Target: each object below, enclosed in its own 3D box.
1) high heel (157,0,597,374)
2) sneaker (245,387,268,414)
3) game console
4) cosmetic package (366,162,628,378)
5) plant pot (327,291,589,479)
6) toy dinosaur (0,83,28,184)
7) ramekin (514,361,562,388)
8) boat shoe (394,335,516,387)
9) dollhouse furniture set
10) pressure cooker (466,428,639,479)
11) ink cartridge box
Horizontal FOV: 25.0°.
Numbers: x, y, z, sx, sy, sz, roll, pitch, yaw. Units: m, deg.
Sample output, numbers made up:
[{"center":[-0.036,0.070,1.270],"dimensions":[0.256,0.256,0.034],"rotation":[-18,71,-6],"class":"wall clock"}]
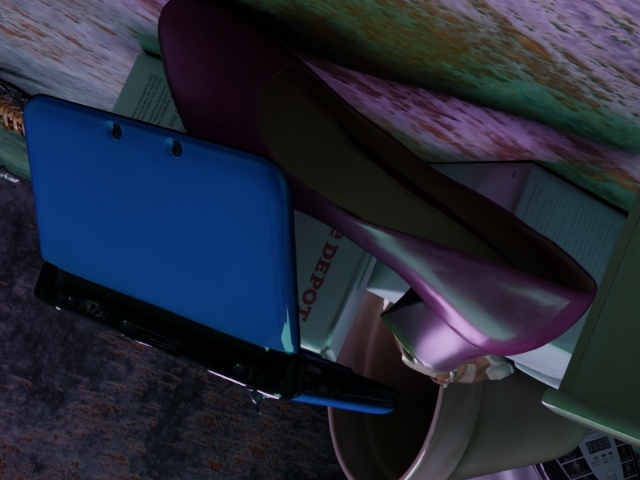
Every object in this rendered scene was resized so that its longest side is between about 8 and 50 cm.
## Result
[{"center":[0.043,-0.065,1.082],"dimensions":[0.377,0.127,0.181],"rotation":[45,142,-10],"class":"high heel"},{"center":[-0.042,0.133,1.364],"dimensions":[0.098,0.069,0.038],"rotation":[15,169,43],"class":"sneaker"},{"center":[-0.087,0.013,1.188],"dimensions":[0.293,0.173,0.250],"rotation":[18,-179,37],"class":"game console"},{"center":[0.199,0.037,1.313],"dimensions":[0.224,0.138,0.224],"rotation":[25,173,-21],"class":"cosmetic package"},{"center":[0.200,0.187,1.915],"dimensions":[0.280,0.323,0.323],"rotation":[10,180,-25],"class":"plant pot"},{"center":[-0.497,-0.177,1.989],"dimensions":[0.322,0.164,0.218],"rotation":[46,175,45],"class":"toy dinosaur"},{"center":[0.340,0.134,1.697],"dimensions":[0.207,0.109,0.207],"rotation":[24,173,3],"class":"ramekin"},{"center":[0.135,0.100,1.564],"dimensions":[0.116,0.123,0.324],"rotation":[-17,157,8],"class":"boat shoe"},{"center":[0.332,0.090,1.018],"dimensions":[0.286,0.198,0.303],"rotation":[20,173,27],"class":"dollhouse furniture set"},{"center":[0.331,0.390,2.403],"dimensions":[0.375,0.420,0.370],"rotation":[-18,167,4],"class":"pressure cooker"},{"center":[-0.080,-0.027,1.417],"dimensions":[0.289,0.211,0.121],"rotation":[22,171,11],"class":"ink cartridge box"}]
